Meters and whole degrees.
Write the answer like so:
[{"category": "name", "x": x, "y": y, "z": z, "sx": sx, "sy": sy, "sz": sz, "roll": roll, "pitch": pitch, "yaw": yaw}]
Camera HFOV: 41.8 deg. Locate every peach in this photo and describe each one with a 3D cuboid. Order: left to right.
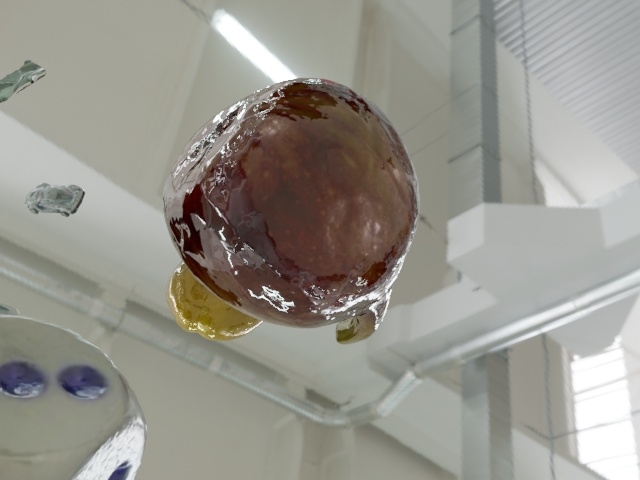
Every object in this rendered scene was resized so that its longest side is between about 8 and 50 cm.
[{"category": "peach", "x": -0.165, "y": 0.086, "z": 1.377, "sx": 0.179, "sy": 0.103, "sz": 0.179, "roll": 1, "pitch": -133, "yaw": -1}]

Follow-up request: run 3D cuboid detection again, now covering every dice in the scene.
[{"category": "dice", "x": -0.386, "y": 0.263, "z": 1.037, "sx": 0.259, "sy": 0.243, "sz": 0.251, "roll": 27, "pitch": -153, "yaw": 12}]

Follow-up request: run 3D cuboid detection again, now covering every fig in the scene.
[{"category": "fig", "x": 0.001, "y": -0.003, "z": 0.566, "sx": 0.207, "sy": 0.175, "sz": 0.175, "roll": 49, "pitch": -141, "yaw": -17}]

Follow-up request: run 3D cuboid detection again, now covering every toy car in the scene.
[{"category": "toy car", "x": -0.348, "y": -0.055, "z": 1.085, "sx": 0.025, "sy": 0.093, "sz": 0.041, "roll": 60, "pitch": -138, "yaw": -51}]

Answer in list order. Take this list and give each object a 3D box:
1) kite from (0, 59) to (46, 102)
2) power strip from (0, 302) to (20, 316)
[{"category": "kite", "x": -0.288, "y": -0.057, "z": 0.566, "sx": 0.012, "sy": 0.250, "sz": 0.229, "roll": 68, "pitch": -169, "yaw": 14}, {"category": "power strip", "x": -0.518, "y": 0.124, "z": 1.288, "sx": 0.118, "sy": 0.270, "sz": 0.046, "roll": 22, "pitch": -94, "yaw": -25}]
